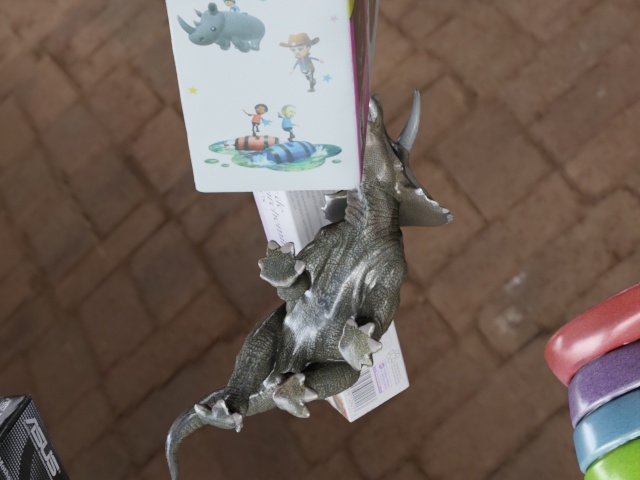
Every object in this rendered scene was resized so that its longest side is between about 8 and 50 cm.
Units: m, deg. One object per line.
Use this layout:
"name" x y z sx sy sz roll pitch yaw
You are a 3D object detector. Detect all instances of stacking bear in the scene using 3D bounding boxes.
"stacking bear" 0.287 0.186 1.220 0.164 0.175 0.289 -23 66 13

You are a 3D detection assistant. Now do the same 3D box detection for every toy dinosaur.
"toy dinosaur" 0.001 0.059 1.125 0.160 0.121 0.313 -31 -31 -61

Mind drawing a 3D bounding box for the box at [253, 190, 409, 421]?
"box" 0.000 0.000 1.272 0.067 0.324 0.063 -31 40 -18

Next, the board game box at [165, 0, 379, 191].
"board game box" -0.024 -0.209 0.855 0.098 0.303 0.224 -1 45 7

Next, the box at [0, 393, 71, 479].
"box" -0.251 0.252 1.313 0.045 0.190 0.184 -6 29 25
